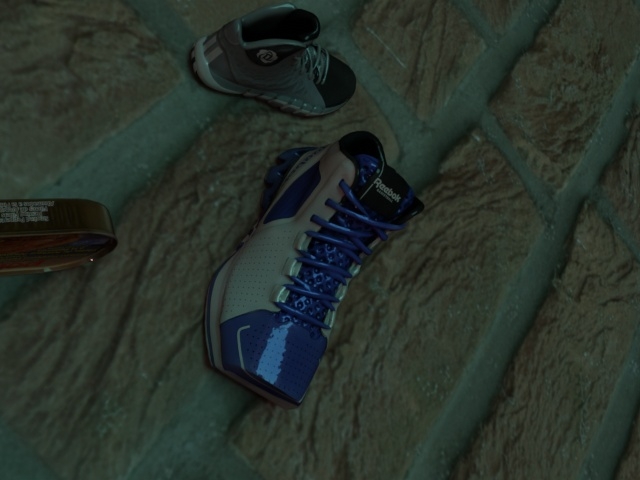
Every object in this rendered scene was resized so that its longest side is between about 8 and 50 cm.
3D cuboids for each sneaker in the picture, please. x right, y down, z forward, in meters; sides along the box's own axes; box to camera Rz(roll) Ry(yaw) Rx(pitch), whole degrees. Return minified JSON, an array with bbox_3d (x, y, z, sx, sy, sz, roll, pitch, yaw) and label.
[{"bbox_3d":[0.000,-0.001,0.825,0.127,0.182,0.315,32,56,-24],"label":"sneaker"},{"bbox_3d":[-0.020,-0.208,0.919,0.229,0.132,0.086,0,74,-39],"label":"sneaker"}]

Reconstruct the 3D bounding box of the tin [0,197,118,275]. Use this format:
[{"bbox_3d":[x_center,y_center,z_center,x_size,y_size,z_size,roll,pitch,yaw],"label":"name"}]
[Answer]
[{"bbox_3d":[-0.263,0.000,0.664,0.190,0.106,0.040,-4,68,-41],"label":"tin"}]
